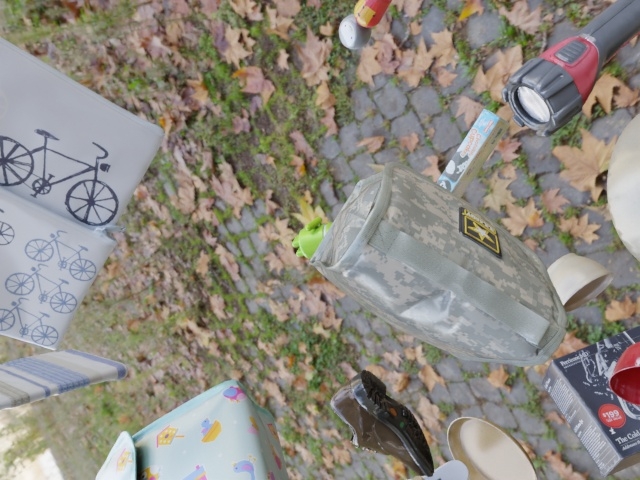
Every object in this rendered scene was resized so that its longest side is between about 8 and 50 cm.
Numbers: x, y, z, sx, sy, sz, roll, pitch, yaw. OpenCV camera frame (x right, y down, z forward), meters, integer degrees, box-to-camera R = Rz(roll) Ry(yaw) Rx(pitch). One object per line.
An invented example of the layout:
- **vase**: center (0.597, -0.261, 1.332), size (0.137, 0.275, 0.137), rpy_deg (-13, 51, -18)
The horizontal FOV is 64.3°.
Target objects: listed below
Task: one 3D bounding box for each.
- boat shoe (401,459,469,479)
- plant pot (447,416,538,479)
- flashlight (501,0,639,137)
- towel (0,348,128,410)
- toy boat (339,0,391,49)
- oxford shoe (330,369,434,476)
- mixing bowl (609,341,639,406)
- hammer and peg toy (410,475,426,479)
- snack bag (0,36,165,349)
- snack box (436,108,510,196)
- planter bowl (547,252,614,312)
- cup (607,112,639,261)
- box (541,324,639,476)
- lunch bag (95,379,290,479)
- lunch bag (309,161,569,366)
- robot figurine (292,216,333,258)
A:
- **boat shoe**: center (0.249, 0.598, 1.225), size (0.080, 0.228, 0.076), rpy_deg (59, 169, 33)
- **plant pot**: center (0.409, 0.516, 1.208), size (0.236, 0.032, 0.236), rpy_deg (29, 132, 38)
- **flashlight**: center (0.396, -0.271, 0.700), size (0.103, 0.304, 0.103), rpy_deg (53, 174, -16)
- **towel**: center (-0.498, 0.238, 0.848), size (0.209, 0.285, 0.034), rpy_deg (2, 94, 35)
- **toy boat**: center (0.108, -0.549, 1.055), size (0.267, 0.318, 0.148), rpy_deg (21, 152, -17)
- **oxford shoe**: center (0.102, 0.310, 0.831), size (0.096, 0.083, 0.227), rpy_deg (-37, 104, 19)
- **mixing bowl**: center (0.731, 0.280, 1.104), size (0.181, 0.098, 0.181), rpy_deg (16, 143, 13)
- **hammer and peg toy**: center (0.182, 0.617, 0.899), size (0.127, 0.361, 0.266), rpy_deg (33, 101, 0)
- **snack bag**: center (-0.391, -0.064, 0.603), size (0.323, 0.342, 0.037), rpy_deg (30, -179, -30)
- **snack box**: center (0.461, -0.245, 1.591), size (0.060, 0.187, 0.322), rpy_deg (38, 112, 20)
- **planter bowl**: center (0.685, 0.104, 1.381), size (0.109, 0.162, 0.162), rpy_deg (58, 146, 35)
- **cup**: center (0.706, -0.099, 0.848), size (0.331, 0.331, 0.237), rpy_deg (61, 167, -7)
- **box**: center (0.910, 0.465, 1.514), size (0.179, 0.343, 0.312), rpy_deg (78, 170, -48)
- **lunch bag**: center (-0.171, 0.339, 0.632), size (0.223, 0.262, 0.160), rpy_deg (-116, 1, -47)
- **lunch bag**: center (0.129, 0.031, 0.611), size (0.235, 0.169, 0.287), rpy_deg (32, 177, -6)
- **robot figurine**: center (0.000, 0.000, 1.074), size (0.115, 0.067, 0.101), rpy_deg (-13, 112, 22)
